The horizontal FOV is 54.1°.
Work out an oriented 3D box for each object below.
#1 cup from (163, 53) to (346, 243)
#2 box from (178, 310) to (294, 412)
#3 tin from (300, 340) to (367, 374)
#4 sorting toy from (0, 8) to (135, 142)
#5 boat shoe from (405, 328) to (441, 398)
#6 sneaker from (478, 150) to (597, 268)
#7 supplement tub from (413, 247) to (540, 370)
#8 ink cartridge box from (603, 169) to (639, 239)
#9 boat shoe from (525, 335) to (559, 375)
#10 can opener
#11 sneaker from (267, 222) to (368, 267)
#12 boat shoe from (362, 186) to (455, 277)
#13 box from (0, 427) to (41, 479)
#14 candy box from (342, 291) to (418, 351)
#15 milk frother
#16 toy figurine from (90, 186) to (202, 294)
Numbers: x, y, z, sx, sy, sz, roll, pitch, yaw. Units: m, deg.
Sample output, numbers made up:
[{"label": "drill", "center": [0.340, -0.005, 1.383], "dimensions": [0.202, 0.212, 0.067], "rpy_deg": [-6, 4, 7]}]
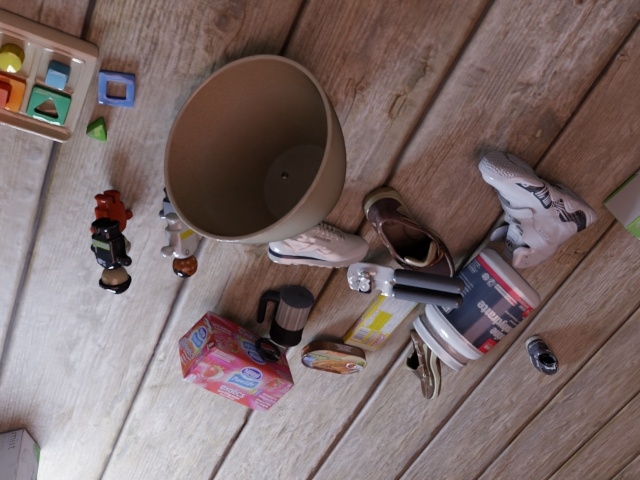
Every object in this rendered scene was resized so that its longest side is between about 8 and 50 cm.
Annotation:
[{"label": "cup", "center": [-0.082, -0.135, 1.153], "dimensions": [0.331, 0.331, 0.237], "rpy_deg": [-36, 155, 14]}, {"label": "box", "center": [-0.199, 0.293, 1.496], "dimensions": [0.122, 0.128, 0.256], "rpy_deg": [-44, 127, 15]}, {"label": "tin", "center": [0.036, 0.313, 1.679], "dimensions": [0.189, 0.040, 0.106], "rpy_deg": [18, 140, -27]}, {"label": "sorting toy", "center": [-0.495, -0.270, 1.068], "dimensions": [0.347, 0.047, 0.196], "rpy_deg": [16, 122, -26]}, {"label": "boat shoe", "center": [0.281, 0.340, 1.754], "dimensions": [0.095, 0.095, 0.258], "rpy_deg": [-8, 118, -6]}, {"label": "sneaker", "center": [0.461, -0.055, 1.447], "dimensions": [0.365, 0.137, 0.210], "rpy_deg": [20, 117, -32]}, {"label": "supplement tub", "center": [0.385, 0.171, 1.557], "dimensions": [0.272, 0.191, 0.191], "rpy_deg": [-46, 126, 12]}, {"label": "ink cartridge box", "center": [0.878, -0.074, 1.564], "dimensions": [0.272, 0.115, 0.198], "rpy_deg": [27, 117, -31]}, {"label": "boat shoe", "center": [0.678, 0.365, 1.896], "dimensions": [0.075, 0.065, 0.206], "rpy_deg": [-32, 129, 11]}, {"label": "can opener", "center": [0.195, 0.095, 1.460], "dimensions": [0.280, 0.093, 0.074], "rpy_deg": [9, 110, 22]}, {"label": "sneaker", "center": [0.000, 0.000, 1.404], "dimensions": [0.234, 0.090, 0.095], "rpy_deg": [0, 119, -17]}, {"label": "boat shoe", "center": [0.220, 0.021, 1.452], "dimensions": [0.123, 0.123, 0.342], "rpy_deg": [-33, 129, 12]}, {"label": "box", "center": [-0.844, 0.631, 1.557], "dimensions": [0.231, 0.262, 0.127], "rpy_deg": [-13, 131, -7]}, {"label": "candy box", "center": [0.157, 0.210, 1.650], "dimensions": [0.105, 0.027, 0.206], "rpy_deg": [20, 121, -31]}, {"label": "milk frother", "center": [-0.088, 0.201, 1.500], "dimensions": [0.129, 0.143, 0.135], "rpy_deg": [6, 126, -15]}, {"label": "toy figurine", "center": [-0.337, -0.005, 1.220], "dimensions": [0.209, 0.213, 0.148], "rpy_deg": [-8, 118, -15]}]
